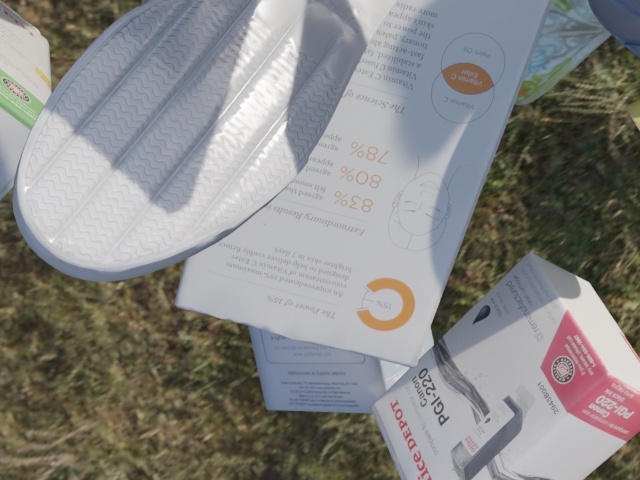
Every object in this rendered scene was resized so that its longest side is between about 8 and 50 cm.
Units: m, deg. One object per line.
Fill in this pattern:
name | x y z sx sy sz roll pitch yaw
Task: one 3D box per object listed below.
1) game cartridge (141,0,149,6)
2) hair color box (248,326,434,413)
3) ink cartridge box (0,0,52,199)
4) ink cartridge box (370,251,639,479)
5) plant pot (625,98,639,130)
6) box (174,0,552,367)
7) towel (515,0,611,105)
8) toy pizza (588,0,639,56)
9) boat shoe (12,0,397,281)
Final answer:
game cartridge | -0.195 -0.317 1.502 0.062 0.297 0.198 3 65 -8
hair color box | 0.000 0.000 1.324 0.185 0.113 0.374 -5 102 39
ink cartridge box | -0.275 -0.125 0.828 0.093 0.212 0.154 -45 118 12
ink cartridge box | 0.163 0.144 1.018 0.218 0.092 0.158 -49 39 22
plant pot | 0.512 -0.162 1.668 0.095 0.134 0.134 -34 85 18
box | 0.027 -0.099 0.986 0.215 0.168 0.345 15 114 -6
towel | 0.162 -0.282 1.121 0.320 0.374 0.090 -42 45 38
toy pizza | 0.285 -0.147 0.844 0.201 0.201 0.032 30 90 18
boat shoe | -0.044 -0.099 0.659 0.121 0.335 0.119 46 153 -10
